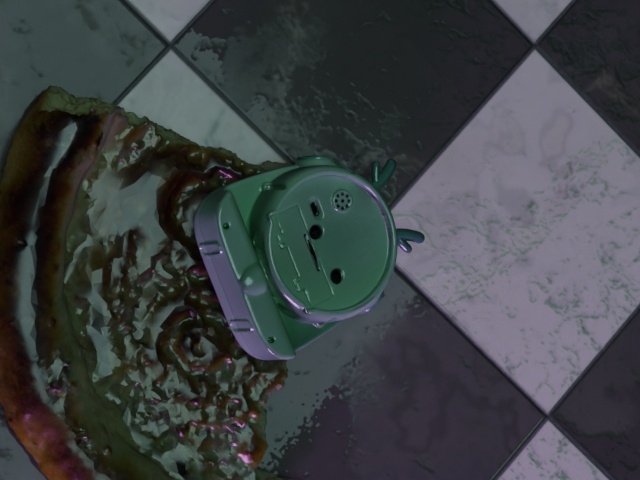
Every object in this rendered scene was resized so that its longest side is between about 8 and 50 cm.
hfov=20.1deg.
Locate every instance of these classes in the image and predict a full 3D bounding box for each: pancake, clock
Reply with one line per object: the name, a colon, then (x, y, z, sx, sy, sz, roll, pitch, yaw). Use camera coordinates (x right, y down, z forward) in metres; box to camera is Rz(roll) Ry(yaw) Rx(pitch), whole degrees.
pancake: (-0.148, 0.081, 1.580, 0.305, 0.067, 0.426, 3, 86, -18)
clock: (0.000, 0.000, 1.599, 0.211, 0.066, 0.159, -27, 100, -26)
